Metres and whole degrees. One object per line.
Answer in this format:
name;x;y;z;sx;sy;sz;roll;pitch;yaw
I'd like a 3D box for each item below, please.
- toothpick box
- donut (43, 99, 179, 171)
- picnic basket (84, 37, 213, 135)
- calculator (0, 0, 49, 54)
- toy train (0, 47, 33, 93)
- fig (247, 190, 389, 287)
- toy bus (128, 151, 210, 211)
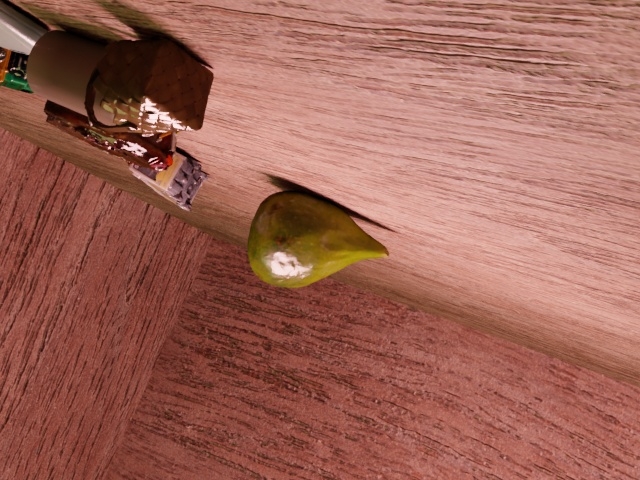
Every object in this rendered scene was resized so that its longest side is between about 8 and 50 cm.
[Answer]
toothpick box;-0.332;-0.236;1.756;0.181;0.111;0.111;22;174;26
donut;-0.387;-0.214;2.222;0.270;0.103;0.270;23;177;1
picnic basket;-0.251;-0.207;1.598;0.178;0.128;0.138;8;164;36
calculator;-0.515;-0.346;1.826;0.184;0.042;0.295;18;171;43
toy train;-0.549;-0.310;2.087;0.136;0.091;0.228;15;176;-21
fig;0.000;0.000;2.354;0.275;0.206;0.206;9;172;9
toy bus;-0.336;-0.147;2.680;0.138;0.097;0.342;30;176;6
